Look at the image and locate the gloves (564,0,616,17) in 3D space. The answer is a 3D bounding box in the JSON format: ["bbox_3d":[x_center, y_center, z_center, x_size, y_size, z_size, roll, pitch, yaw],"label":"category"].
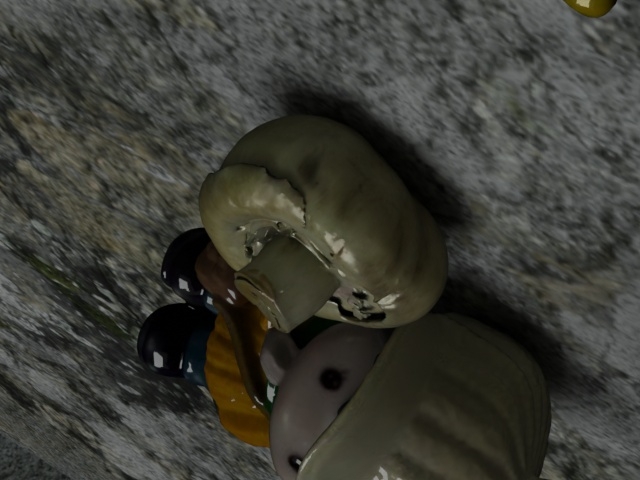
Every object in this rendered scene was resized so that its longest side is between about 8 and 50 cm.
[{"bbox_3d":[0.008,-0.176,0.695,0.294,0.116,0.133,34,171,-19],"label":"gloves"}]

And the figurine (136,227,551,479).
[{"bbox_3d":[0.024,0.100,1.300,0.204,0.185,0.332,8,-163,-29],"label":"figurine"}]

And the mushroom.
[{"bbox_3d":[0.000,0.000,1.116,0.154,0.122,0.154,27,155,14],"label":"mushroom"}]
